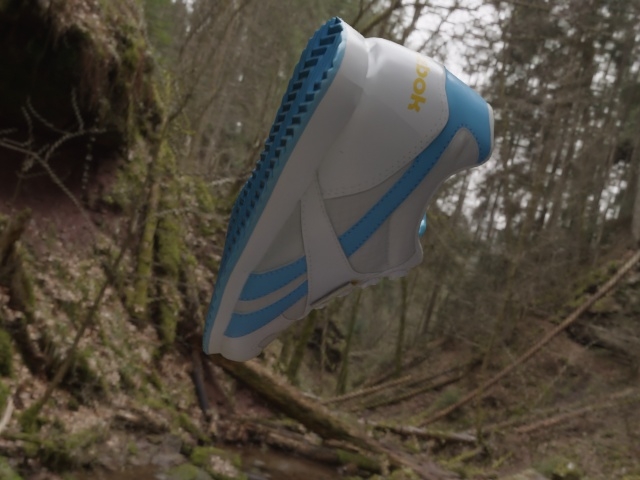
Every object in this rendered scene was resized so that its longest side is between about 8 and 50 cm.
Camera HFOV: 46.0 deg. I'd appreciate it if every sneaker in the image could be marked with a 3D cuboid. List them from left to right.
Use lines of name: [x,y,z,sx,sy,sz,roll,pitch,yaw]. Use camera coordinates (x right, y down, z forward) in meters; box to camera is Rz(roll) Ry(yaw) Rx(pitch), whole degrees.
sneaker: [0.000,0.000,0.394,0.092,0.087,0.228,19,-43,-14]
